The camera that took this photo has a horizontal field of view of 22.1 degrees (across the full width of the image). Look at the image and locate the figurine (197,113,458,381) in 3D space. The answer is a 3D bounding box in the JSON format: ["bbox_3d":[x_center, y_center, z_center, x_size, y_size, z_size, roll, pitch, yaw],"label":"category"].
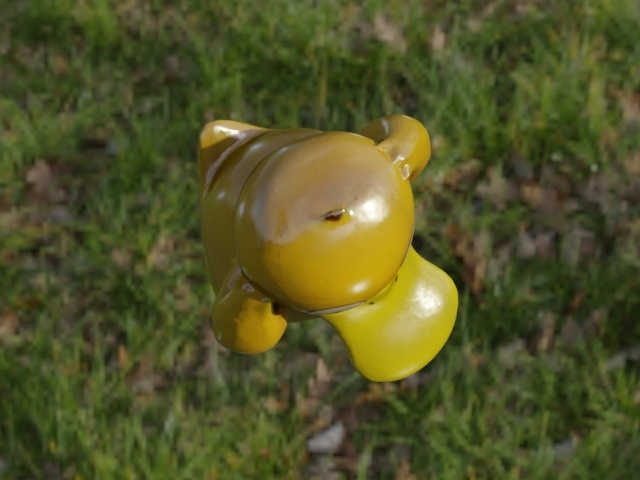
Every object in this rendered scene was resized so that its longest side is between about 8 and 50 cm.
[{"bbox_3d":[-0.007,-0.005,1.171,0.215,0.215,0.228,-15,26,-26],"label":"figurine"}]
